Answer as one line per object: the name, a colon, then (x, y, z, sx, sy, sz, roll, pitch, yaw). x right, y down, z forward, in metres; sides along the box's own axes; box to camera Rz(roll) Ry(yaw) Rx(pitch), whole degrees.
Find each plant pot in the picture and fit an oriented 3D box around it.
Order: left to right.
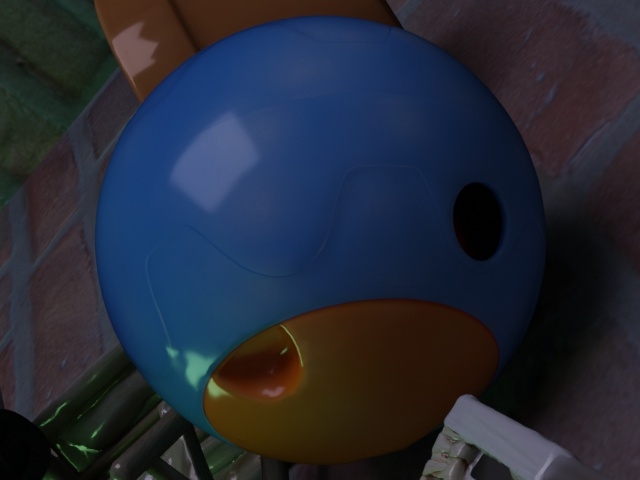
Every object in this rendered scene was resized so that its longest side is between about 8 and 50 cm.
plant pot: (-0.029, -0.147, 1.528, 0.203, 0.291, 0.291, -33, 23, 6)

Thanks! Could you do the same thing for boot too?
boot: (-0.259, 0.213, 1.203, 0.137, 0.077, 0.198, -48, 2, 23)

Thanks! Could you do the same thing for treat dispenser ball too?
treat dispenser ball: (0.000, 0.000, 1.150, 0.288, 0.288, 0.288, -44, 21, 22)

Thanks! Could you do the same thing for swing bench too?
swing bench: (-0.134, 0.196, 1.312, 0.253, 0.165, 0.255, -42, 17, 28)

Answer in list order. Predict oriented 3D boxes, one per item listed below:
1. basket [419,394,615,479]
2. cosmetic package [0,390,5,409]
basket: (0.121, 0.159, 0.801, 0.103, 0.167, 0.113, -60, 20, -2)
cosmetic package: (-0.346, 0.282, 1.455, 0.377, 0.097, 0.284, 96, -162, -57)
